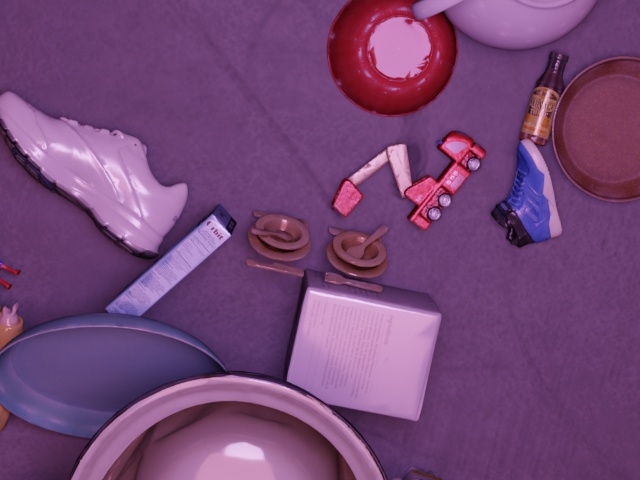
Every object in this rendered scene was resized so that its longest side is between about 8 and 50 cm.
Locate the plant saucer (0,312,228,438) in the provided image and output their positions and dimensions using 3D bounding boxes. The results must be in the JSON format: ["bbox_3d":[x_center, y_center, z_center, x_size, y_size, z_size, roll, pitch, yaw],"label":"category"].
[{"bbox_3d":[-0.273,0.177,1.603,0.318,0.317,0.043,0,56,-2],"label":"plant saucer"}]

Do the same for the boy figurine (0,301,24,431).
[{"bbox_3d":[-0.485,0.132,1.648,0.177,0.092,0.285,-4,104,10],"label":"boy figurine"}]

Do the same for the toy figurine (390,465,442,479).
[{"bbox_3d":[0.121,0.438,1.690,0.210,0.148,0.213,-27,97,1],"label":"toy figurine"}]

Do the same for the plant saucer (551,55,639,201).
[{"bbox_3d":[0.410,-0.153,1.677,0.199,0.036,0.198,-1,98,-6],"label":"plant saucer"}]

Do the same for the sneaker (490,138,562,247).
[{"bbox_3d":[0.272,-0.060,1.666,0.085,0.058,0.152,-20,118,-2],"label":"sneaker"}]

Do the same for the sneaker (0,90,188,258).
[{"bbox_3d":[-0.310,-0.105,1.640,0.297,0.111,0.129,40,78,-10],"label":"sneaker"}]

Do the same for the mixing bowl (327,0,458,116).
[{"bbox_3d":[0.100,-0.255,1.626,0.181,0.098,0.181,0,97,-1],"label":"mixing bowl"}]

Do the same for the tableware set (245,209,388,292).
[{"bbox_3d":[0.000,0.000,1.637,0.194,0.128,0.039,12,125,-6],"label":"tableware set"}]

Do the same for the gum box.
[{"bbox_3d":[-0.195,0.031,1.620,0.184,0.157,0.041,-41,95,4],"label":"gum box"}]

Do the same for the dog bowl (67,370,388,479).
[{"bbox_3d":[-0.112,0.346,1.520,0.408,0.150,0.407,0,99,-2],"label":"dog bowl"}]

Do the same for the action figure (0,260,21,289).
[{"bbox_3d":[-0.470,0.026,1.674,0.115,0.030,0.038,31,90,-1],"label":"action figure"}]

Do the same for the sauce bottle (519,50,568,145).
[{"bbox_3d":[0.308,-0.194,1.670,0.042,0.042,0.128,14,96,-4],"label":"sauce bottle"}]

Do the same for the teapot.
[{"bbox_3d":[0.263,-0.364,1.556,0.253,0.187,0.256,17,90,-11],"label":"teapot"}]

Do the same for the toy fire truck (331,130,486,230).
[{"bbox_3d":[0.120,-0.087,1.673,0.135,0.047,0.192,38,94,-5],"label":"toy fire truck"}]

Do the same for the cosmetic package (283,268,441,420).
[{"bbox_3d":[0.053,0.138,1.647,0.184,0.151,0.151,12,98,-3],"label":"cosmetic package"}]
